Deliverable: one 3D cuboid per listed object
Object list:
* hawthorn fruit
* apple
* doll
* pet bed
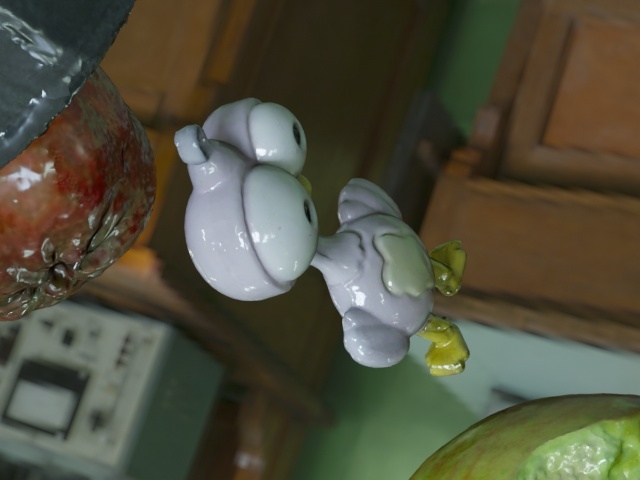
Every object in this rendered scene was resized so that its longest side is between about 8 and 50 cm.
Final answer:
[{"bbox_3d":[-0.272,-0.090,1.473,0.254,0.300,0.254,-26,170,-5],"label":"hawthorn fruit"},{"bbox_3d":[0.141,0.215,1.087,0.246,0.226,0.246,23,125,37],"label":"apple"},{"bbox_3d":[-0.001,0.000,1.457,0.094,0.160,0.365,-14,151,27],"label":"doll"},{"bbox_3d":[-0.224,-0.159,1.163,0.211,0.183,0.159,38,178,-20],"label":"pet bed"}]
